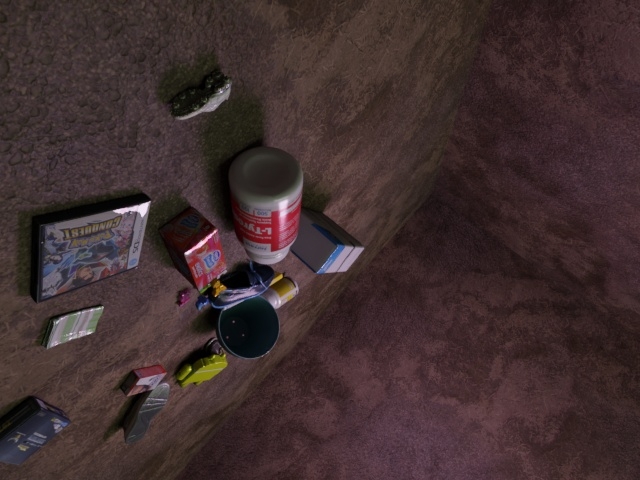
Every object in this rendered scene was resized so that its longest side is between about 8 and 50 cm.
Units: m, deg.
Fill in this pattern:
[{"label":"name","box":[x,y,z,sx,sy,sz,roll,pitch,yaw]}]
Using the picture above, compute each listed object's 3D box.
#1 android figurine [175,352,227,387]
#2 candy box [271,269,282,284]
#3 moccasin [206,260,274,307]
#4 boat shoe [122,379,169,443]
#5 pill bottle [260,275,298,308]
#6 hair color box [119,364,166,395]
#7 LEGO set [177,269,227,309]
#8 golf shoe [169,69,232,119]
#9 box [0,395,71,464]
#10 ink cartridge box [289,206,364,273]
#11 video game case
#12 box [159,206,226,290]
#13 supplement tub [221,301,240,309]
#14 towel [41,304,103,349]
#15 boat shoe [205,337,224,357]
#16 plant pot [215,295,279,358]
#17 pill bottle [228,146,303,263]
[{"label":"android figurine","box":[-0.563,0.621,2.086,0.273,0.056,0.248,-44,149,26]},{"label":"candy box","box":[-0.279,0.188,1.968,0.205,0.105,0.027,-32,133,-45]},{"label":"moccasin","box":[-0.314,0.178,1.822,0.342,0.137,0.117,-31,148,-48]},{"label":"boat shoe","box":[-0.773,0.734,1.895,0.118,0.103,0.321,18,106,-50]},{"label":"pill bottle","box":[-0.222,0.280,2.249,0.208,0.119,0.119,-30,153,-46]},{"label":"hair color box","box":[-0.714,0.565,1.752,0.093,0.053,0.167,-52,160,5]},{"label":"LEGO set","box":[-0.426,0.174,1.631,0.227,0.087,0.093,-41,159,-31]},{"label":"golf shoe","box":[-0.283,-0.331,1.049,0.176,0.069,0.086,-42,165,-23]},{"label":"box","box":[-0.910,0.591,1.337,0.183,0.059,0.233,-40,159,-27]},{"label":"ink cartridge box","box":[0.000,0.000,1.973,0.166,0.285,0.395,-53,161,12]},{"label":"video game case","box":[-0.568,0.015,1.083,0.274,0.035,0.248,-26,150,-51]},{"label":"box","box":[-0.396,0.032,1.373,0.128,0.122,0.257,-42,160,-26]},{"label":"supplement tub","box":[-0.387,0.249,1.863,0.107,0.071,0.071,-25,150,-37]},{"label":"towel","box":[-0.699,0.245,1.231,0.113,0.023,0.152,-58,160,22]},{"label":"boat shoe","box":[-0.520,0.559,2.164,0.081,0.068,0.228,-39,158,-29]},{"label":"plant pot","box":[-0.360,0.405,1.987,0.290,0.290,0.195,-36,-178,-38]},{"label":"pill bottle","box":[-0.182,-0.096,1.460,0.229,0.229,0.408,-41,159,-28]}]
